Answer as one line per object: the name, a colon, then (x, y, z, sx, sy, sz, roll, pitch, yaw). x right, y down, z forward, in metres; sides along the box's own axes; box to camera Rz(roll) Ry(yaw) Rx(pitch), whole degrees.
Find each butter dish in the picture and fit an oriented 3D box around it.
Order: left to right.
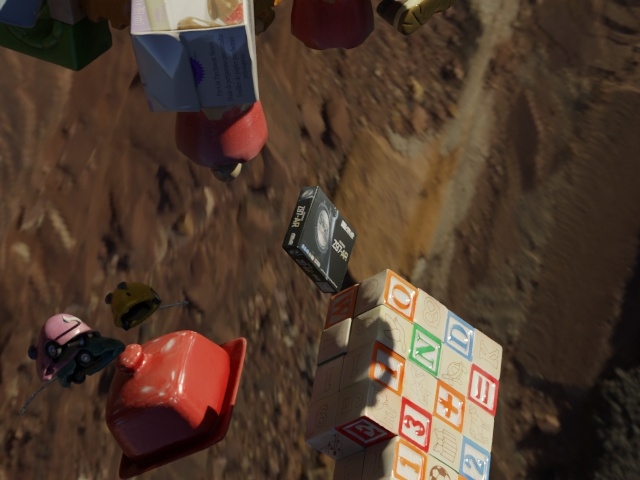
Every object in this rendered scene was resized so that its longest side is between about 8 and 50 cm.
butter dish: (-0.177, 0.159, 1.598, 0.160, 0.160, 0.118, -25, 124, 29)

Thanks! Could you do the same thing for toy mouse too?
toy mouse: (-0.193, 0.081, 1.149, 0.143, 0.161, 0.031, -42, 75, 10)

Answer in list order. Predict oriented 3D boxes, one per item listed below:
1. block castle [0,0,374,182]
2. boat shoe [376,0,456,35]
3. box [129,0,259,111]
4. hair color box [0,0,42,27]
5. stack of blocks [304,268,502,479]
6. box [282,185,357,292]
block castle: (-0.199, -0.247, 1.447, 0.453, 0.303, 0.213, 19, 135, 23)
boat shoe: (0.120, -0.285, 1.658, 0.049, 0.152, 0.056, 35, 134, 18)
box: (-0.076, -0.214, 0.865, 0.063, 0.324, 0.067, -5, 143, 0)
hair color box: (-0.199, -0.337, 0.922, 0.113, 0.185, 0.374, 14, 98, -25)
stack of blocks: (0.076, 0.200, 1.410, 0.171, 0.297, 0.087, 34, 138, -29)
box: (0.000, 0.000, 1.345, 0.018, 0.067, 0.083, -1, 146, 32)
